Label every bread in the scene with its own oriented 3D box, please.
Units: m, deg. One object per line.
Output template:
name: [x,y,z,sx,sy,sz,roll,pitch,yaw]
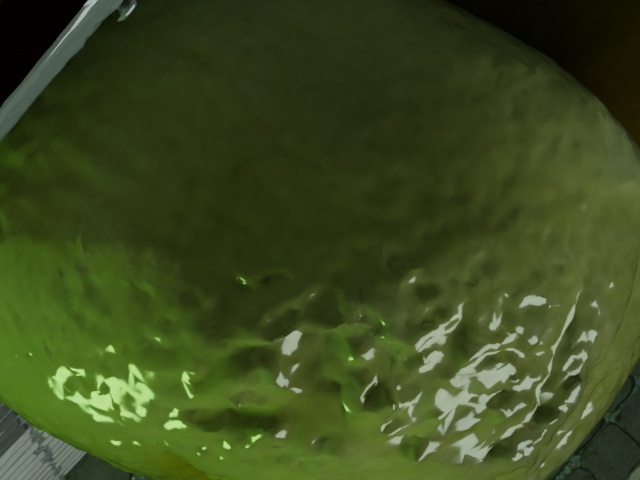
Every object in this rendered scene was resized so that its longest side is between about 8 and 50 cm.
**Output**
bread: [-0.005,0.011,0.823,0.237,0.320,0.320,-63,178,-2]

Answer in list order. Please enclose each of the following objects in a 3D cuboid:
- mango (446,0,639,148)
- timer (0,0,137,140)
mango: [0.156,-0.139,1.008,0.445,0.232,0.300,142,-38,-67]
timer: [-0.105,-0.065,0.396,0.262,0.087,0.237,-48,178,16]
